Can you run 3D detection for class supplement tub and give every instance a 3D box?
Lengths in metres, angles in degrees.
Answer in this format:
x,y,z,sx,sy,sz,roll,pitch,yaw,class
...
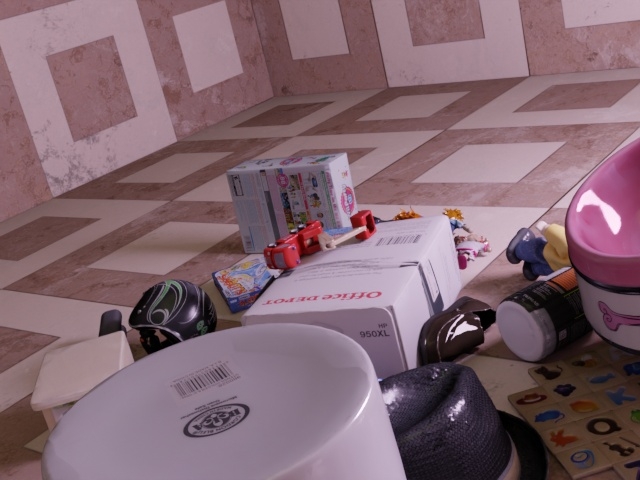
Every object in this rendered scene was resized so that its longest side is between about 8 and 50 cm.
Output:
x,y,z,sx,sy,sz,roll,pitch,yaw,class
0.399,0.115,1.489,0.190,0.117,0.117,-23,21,-25,supplement tub

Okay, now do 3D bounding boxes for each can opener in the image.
x,y,z,sx,sy,sz,roll,pitch,yaw,class
-0.450,0.225,1.816,0.095,0.076,0.283,-15,19,-7,can opener

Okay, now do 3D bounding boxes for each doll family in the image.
x,y,z,sx,sy,sz,roll,pitch,yaw,class
0.241,-0.016,1.948,0.263,0.118,0.163,-2,22,29,doll family

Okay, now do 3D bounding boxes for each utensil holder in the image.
x,y,z,sx,sy,sz,roll,pitch,yaw,class
-0.055,0.317,0.840,0.327,0.385,0.327,-12,20,4,utensil holder

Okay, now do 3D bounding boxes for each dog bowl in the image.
x,y,z,sx,sy,sz,roll,pitch,yaw,class
0.530,-0.031,1.250,0.408,0.150,0.408,-30,23,14,dog bowl

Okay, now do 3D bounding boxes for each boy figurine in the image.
x,y,z,sx,sy,sz,roll,pitch,yaw,class
0.463,0.023,1.614,0.092,0.177,0.285,-57,22,-19,boy figurine

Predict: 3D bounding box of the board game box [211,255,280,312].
x,y,z,sx,sy,sz,roll,pitch,yaw,class
-0.163,0.098,2.030,0.136,0.035,0.201,-18,20,-13,board game box

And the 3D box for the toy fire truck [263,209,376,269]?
x,y,z,sx,sy,sz,roll,pitch,yaw,class
0.000,0.000,1.680,0.135,0.047,0.192,1,26,44,toy fire truck

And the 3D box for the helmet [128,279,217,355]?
x,y,z,sx,sy,sz,roll,pitch,yaw,class
-0.289,0.157,1.771,0.169,0.169,0.161,-4,38,25,helmet

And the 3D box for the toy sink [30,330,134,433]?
x,y,z,sx,sy,sz,roll,pitch,yaw,class
-0.404,0.276,1.566,0.153,0.131,0.234,-16,17,-7,toy sink

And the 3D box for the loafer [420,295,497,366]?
x,y,z,sx,sy,sz,roll,pitch,yaw,class
0.243,0.155,1.536,0.078,0.080,0.220,0,24,35,loafer

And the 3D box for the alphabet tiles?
x,y,z,sx,sy,sz,roll,pitch,yaw,class
0.444,0.239,1.277,0.285,0.011,0.342,-16,20,-5,alphabet tiles

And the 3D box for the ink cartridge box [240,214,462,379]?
x,y,z,sx,sy,sz,roll,pitch,yaw,class
0.072,0.111,1.637,0.285,0.166,0.395,-7,20,25,ink cartridge box

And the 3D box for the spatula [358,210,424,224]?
x,y,z,sx,sy,sz,roll,pitch,yaw,class
0.158,-0.052,2.234,0.084,0.030,0.296,-31,26,-34,spatula

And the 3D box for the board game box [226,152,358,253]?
x,y,z,sx,sy,sz,roll,pitch,yaw,class
-0.066,-0.090,2.203,0.303,0.224,0.097,-1,21,31,board game box

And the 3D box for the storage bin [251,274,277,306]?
x,y,z,sx,sy,sz,roll,pitch,yaw,class
-0.082,0.147,1.783,0.091,0.098,0.135,20,27,9,storage bin

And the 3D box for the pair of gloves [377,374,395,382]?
x,y,z,sx,sy,sz,roll,pitch,yaw,class
0.092,0.233,1.361,0.159,0.023,0.198,2,-20,-24,pair of gloves

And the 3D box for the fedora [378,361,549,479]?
x,y,z,sx,sy,sz,roll,pitch,yaw,class
0.142,0.268,1.188,0.334,0.152,0.334,-12,20,4,fedora
